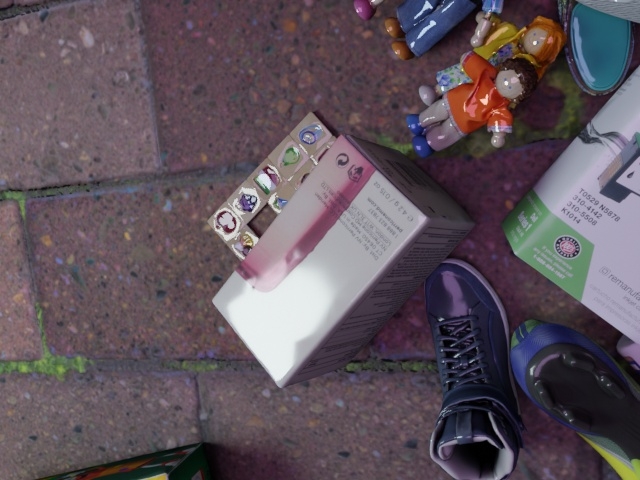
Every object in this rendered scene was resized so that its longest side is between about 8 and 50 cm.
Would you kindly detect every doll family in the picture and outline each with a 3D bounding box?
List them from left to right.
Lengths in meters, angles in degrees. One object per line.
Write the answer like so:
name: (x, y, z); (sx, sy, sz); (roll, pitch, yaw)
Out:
doll family: (0.147, -0.218, 0.662); (0.163, 0.118, 0.263); (-28, 84, 44)

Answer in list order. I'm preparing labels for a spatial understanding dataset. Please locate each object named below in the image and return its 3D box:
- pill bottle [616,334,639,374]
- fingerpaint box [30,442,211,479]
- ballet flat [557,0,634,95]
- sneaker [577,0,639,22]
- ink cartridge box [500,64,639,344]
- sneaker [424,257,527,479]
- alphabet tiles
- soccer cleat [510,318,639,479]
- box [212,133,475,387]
pill bottle: (0.359, 0.130, 0.658); (0.120, 0.067, 0.067); (48, 111, 7)
fingerpaint box: (-0.291, 0.526, 0.843); (0.371, 0.163, 0.444); (-15, 86, 5)
ballet flat: (0.257, -0.234, 0.642); (0.070, 0.070, 0.188); (-4, 100, 21)
sneaker: (0.305, -0.261, 0.559); (0.256, 0.094, 0.151); (9, 105, -21)
ink cartridge box: (0.305, -0.040, 0.620); (0.160, 0.092, 0.219); (35, 110, -5)
sneaker: (0.151, 0.135, 0.687); (0.086, 0.163, 0.226); (-18, 90, 24)
alphabet tiles: (0.000, 0.000, 0.803); (0.198, 0.009, 0.237); (-43, 83, 20)
soccer cleat: (0.305, 0.181, 0.675); (0.289, 0.121, 0.093); (41, 104, -12)
box: (0.025, 0.022, 0.703); (0.127, 0.149, 0.232); (48, 111, 21)
